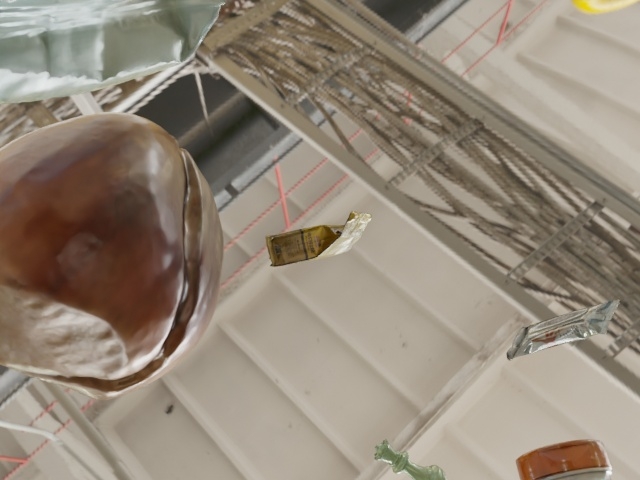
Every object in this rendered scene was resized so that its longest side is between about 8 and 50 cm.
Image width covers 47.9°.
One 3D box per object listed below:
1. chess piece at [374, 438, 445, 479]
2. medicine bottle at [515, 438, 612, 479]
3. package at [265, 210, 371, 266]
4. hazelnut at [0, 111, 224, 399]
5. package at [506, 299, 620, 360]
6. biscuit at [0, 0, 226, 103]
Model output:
[{"bbox_3d":[0.103,0.271,0.865,0.093,0.042,0.042,34,-108,-10],"label":"chess piece"},{"bbox_3d":[0.285,0.357,0.730,0.157,0.157,0.288,-10,-120,-1],"label":"medicine bottle"},{"bbox_3d":[0.000,0.000,0.930,0.131,0.071,0.047,-13,-96,23],"label":"package"},{"bbox_3d":[-0.287,0.014,0.915,0.315,0.372,0.372,24,-109,28],"label":"hazelnut"},{"bbox_3d":[0.194,0.073,0.585,0.015,0.110,0.037,40,-123,-9],"label":"package"},{"bbox_3d":[-0.220,-0.124,0.444,0.309,0.079,0.186,10,-155,38],"label":"biscuit"}]
